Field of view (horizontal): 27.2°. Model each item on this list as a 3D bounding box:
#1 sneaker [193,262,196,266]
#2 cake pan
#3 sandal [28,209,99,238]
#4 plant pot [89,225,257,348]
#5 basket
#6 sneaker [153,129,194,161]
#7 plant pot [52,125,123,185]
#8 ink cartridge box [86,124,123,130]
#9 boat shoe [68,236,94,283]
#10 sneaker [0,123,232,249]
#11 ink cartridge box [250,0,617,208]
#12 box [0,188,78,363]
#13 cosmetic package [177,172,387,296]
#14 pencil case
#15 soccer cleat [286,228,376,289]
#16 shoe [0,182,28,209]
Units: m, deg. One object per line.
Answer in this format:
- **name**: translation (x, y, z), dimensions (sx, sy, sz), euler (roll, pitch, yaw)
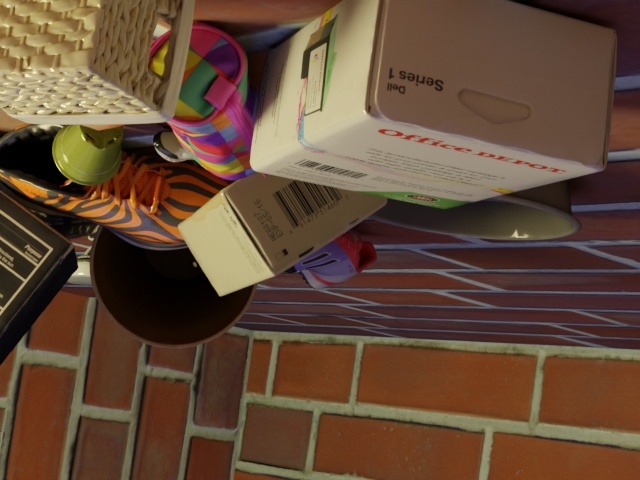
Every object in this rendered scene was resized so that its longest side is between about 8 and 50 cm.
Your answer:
- **sneaker**: translation (-0.182, 0.008, 2.191), dimensions (0.292, 0.110, 0.118), euler (1, 178, 38)
- **cake pan**: translation (0.170, -0.054, 1.603), dimensions (0.293, 0.054, 0.293), euler (7, 171, 1)
- **sandal**: translation (-0.413, -0.047, 2.146), dimensions (0.219, 0.090, 0.060), euler (-3, -170, 21)
- **plant pot**: translation (-0.209, 0.020, 1.970), dimensions (0.237, 0.237, 0.254), euler (8, -174, -4)
- **basket**: translation (-0.200, -0.159, 1.047), dimensions (0.167, 0.113, 0.103), euler (2, 167, 32)
- **sneaker**: translation (-0.147, -0.114, 1.576), dimensions (0.109, 0.040, 0.044), euler (9, 156, -34)
- **plant pot**: translation (-0.262, -0.116, 1.540), dimensions (0.083, 0.083, 0.079), euler (11, 158, -20)
- **ink cartridge box**: translation (-0.257, -0.158, 1.342), dimensions (0.179, 0.045, 0.145), euler (12, 170, -40)
- **boat shoe**: translation (-0.401, 0.037, 2.547), dimensions (0.113, 0.104, 0.306), euler (1, 176, 17)
- **sneaker**: translation (-0.261, -0.067, 1.666), dimensions (0.321, 0.124, 0.180), euler (8, 172, -2)
- **ink cartridge box**: translation (0.083, -0.111, 1.088), dimensions (0.201, 0.117, 0.278), euler (11, 171, -19)
- **box**: translation (-0.521, 0.047, 1.733), dimensions (0.296, 0.294, 0.183), euler (37, 168, 0)
- **cosmetic package**: translation (-0.053, -0.029, 1.545), dimensions (0.160, 0.113, 0.309), euler (-33, -177, -17)
- **pencil case**: translation (-0.096, -0.124, 1.239), dimensions (0.104, 0.104, 0.236), euler (6, 172, 9)
- **soccer cleat**: translation (0.000, 0.000, 2.024), dimensions (0.116, 0.108, 0.318), euler (-17, 163, 10)
- **shoe**: translation (-0.539, -0.073, 2.072), dimensions (0.178, 0.063, 0.081), euler (1, 165, 17)
